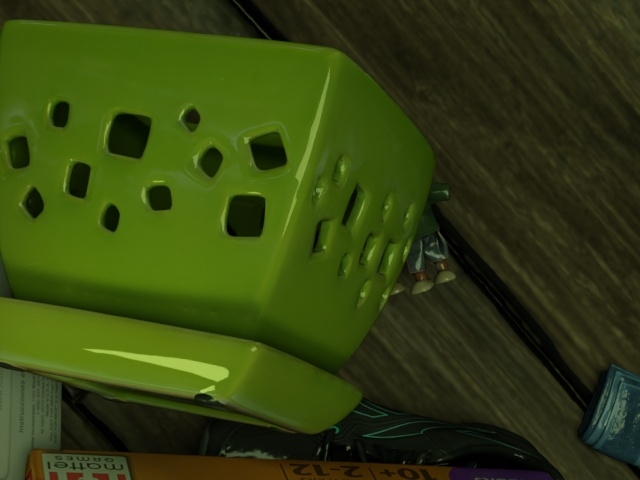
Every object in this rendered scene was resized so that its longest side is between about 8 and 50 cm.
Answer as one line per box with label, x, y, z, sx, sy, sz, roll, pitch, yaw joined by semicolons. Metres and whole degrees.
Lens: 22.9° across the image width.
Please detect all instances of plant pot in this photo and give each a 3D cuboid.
plant pot;-0.075;0.001;0.981;0.227;0.228;0.207;8;79;21

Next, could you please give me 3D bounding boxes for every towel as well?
towel;0.261;0.146;1.210;0.119;0.029;0.067;23;83;-13

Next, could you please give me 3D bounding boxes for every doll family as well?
doll family;0.000;0.000;1.127;0.193;0.076;0.111;-21;98;-12

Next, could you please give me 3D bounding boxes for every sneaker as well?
sneaker;0.048;0.157;1.116;0.267;0.106;0.101;6;87;-13

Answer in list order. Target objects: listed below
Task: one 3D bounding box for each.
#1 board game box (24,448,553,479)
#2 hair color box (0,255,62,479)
board game box;0.000;0.362;0.914;0.356;0.356;0.356;5;106;-15
hair color box;-0.300;0.075;0.901;0.113;0.374;0.185;-1;87;26
